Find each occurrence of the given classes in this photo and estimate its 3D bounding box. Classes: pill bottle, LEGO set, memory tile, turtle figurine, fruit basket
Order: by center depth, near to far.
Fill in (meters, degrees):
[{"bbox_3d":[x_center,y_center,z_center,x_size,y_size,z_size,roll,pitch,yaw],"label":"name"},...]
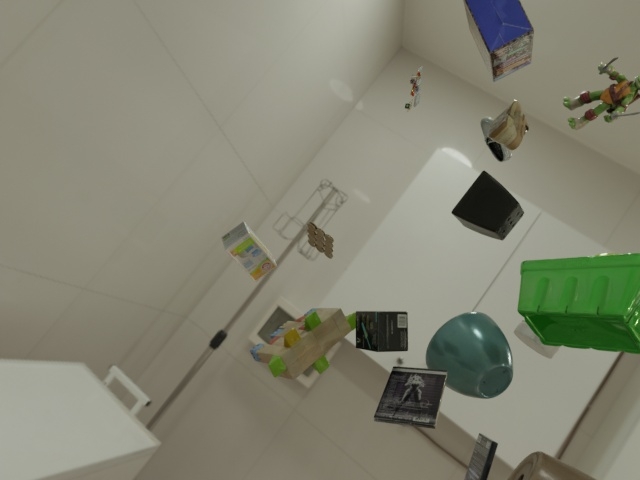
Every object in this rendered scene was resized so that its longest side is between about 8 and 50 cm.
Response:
[{"bbox_3d":[0.796,0.128,1.328,0.283,0.392,0.392,47,-11,-20],"label":"fruit basket"},{"bbox_3d":[0.000,0.000,1.618,0.113,0.012,0.148,34,-25,17],"label":"memory tile"},{"bbox_3d":[1.007,-0.521,1.683,0.198,0.274,0.266,57,-36,-4],"label":"turtle figurine"},{"bbox_3d":[0.960,0.280,1.880,0.204,0.361,0.204,39,-4,4],"label":"pill bottle"},{"bbox_3d":[0.459,-0.707,2.220,0.060,0.244,0.183,15,-54,20],"label":"LEGO set"}]

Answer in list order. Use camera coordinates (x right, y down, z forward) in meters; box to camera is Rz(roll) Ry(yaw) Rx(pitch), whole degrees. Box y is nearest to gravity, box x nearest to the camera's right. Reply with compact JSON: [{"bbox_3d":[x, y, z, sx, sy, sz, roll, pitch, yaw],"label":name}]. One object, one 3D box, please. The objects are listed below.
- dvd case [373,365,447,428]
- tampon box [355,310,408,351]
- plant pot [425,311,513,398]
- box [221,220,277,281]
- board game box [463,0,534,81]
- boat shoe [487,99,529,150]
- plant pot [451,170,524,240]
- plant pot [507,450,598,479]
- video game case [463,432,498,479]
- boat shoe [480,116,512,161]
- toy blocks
[{"bbox_3d":[0.256,0.431,1.306,0.164,0.221,0.018,-3,-67,25],"label":"dvd case"},{"bbox_3d":[0.186,0.278,1.444,0.101,0.121,0.161,4,-9,-20],"label":"tampon box"},{"bbox_3d":[0.534,0.417,1.584,0.290,0.290,0.195,42,5,-30],"label":"plant pot"},{"bbox_3d":[-0.275,0.045,1.821,0.203,0.114,0.103,54,1,-35],"label":"box"},{"bbox_3d":[0.602,-0.714,1.583,0.291,0.141,0.232,1,67,-67],"label":"board game box"},{"bbox_3d":[0.706,-0.421,1.737,0.110,0.341,0.122,42,-47,-1],"label":"boat shoe"},{"bbox_3d":[0.617,-0.106,1.684,0.167,0.187,0.188,42,9,33],"label":"plant pot"},{"bbox_3d":[0.492,0.561,0.930,0.229,0.263,0.263,37,-8,19],"label":"plant pot"},{"bbox_3d":[0.552,0.833,1.657,0.026,0.274,0.196,20,-12,10],"label":"video game case"},{"bbox_3d":[0.799,-0.464,2.150,0.079,0.081,0.228,-31,-91,52],"label":"boat shoe"},{"bbox_3d":[-0.078,0.361,1.696,0.260,0.381,0.191,-12,-72,56],"label":"toy blocks"}]
